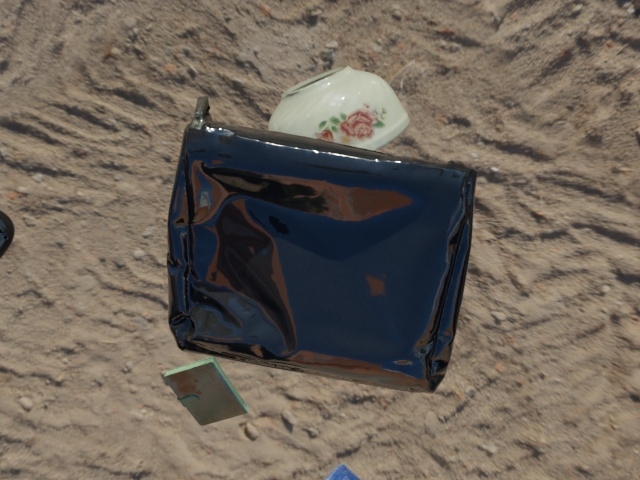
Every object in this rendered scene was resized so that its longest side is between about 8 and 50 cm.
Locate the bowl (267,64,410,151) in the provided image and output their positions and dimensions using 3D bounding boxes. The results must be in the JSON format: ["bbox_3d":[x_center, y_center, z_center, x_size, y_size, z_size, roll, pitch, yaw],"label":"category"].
[{"bbox_3d":[0.015,-0.232,1.002,0.277,0.277,0.145,-23,112,6],"label":"bowl"}]

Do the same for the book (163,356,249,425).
[{"bbox_3d":[-0.198,0.264,0.929,0.103,0.017,0.135,-19,120,11],"label":"book"}]

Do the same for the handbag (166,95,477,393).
[{"bbox_3d":[0.001,0.000,0.574,0.301,0.178,0.275,10,109,8],"label":"handbag"}]

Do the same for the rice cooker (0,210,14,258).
[{"bbox_3d":[-0.670,0.010,1.036,0.112,0.165,0.106,40,140,-25],"label":"rice cooker"}]

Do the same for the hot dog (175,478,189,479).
[{"bbox_3d":[-0.144,0.382,0.705,0.165,0.071,0.045,32,107,15],"label":"hot dog"}]

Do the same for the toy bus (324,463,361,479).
[{"bbox_3d":[0.093,0.524,0.983,0.236,0.079,0.094,36,127,22],"label":"toy bus"}]
